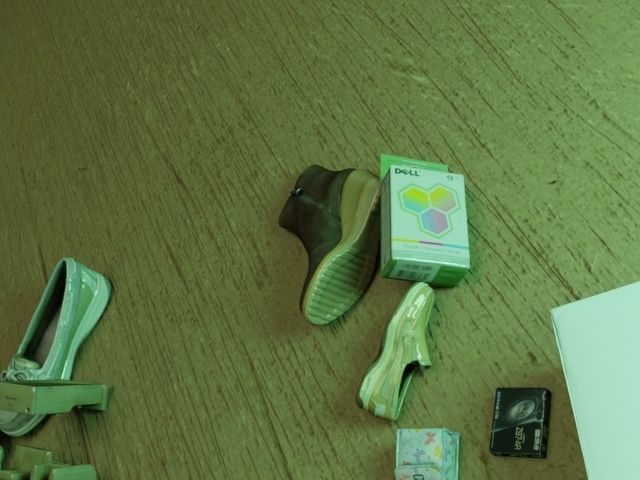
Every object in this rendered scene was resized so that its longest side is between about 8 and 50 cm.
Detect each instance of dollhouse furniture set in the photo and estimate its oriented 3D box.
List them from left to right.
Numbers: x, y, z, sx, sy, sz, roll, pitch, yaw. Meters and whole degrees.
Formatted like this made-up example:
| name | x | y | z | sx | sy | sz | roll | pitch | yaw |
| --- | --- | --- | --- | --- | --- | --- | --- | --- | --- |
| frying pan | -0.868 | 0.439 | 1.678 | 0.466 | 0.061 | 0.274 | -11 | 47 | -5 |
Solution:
| name | x | y | z | sx | sy | sz | roll | pitch | yaw |
| --- | --- | --- | --- | --- | --- | --- | --- | --- | --- |
| dollhouse furniture set | -0.447 | 0.350 | 1.496 | 0.212 | 0.161 | 0.242 | 2 | 85 | 29 |

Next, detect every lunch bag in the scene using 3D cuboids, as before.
| name | x | y | z | sx | sy | sz | roll | pitch | yaw |
| --- | --- | --- | --- | --- | --- | --- | --- | --- | --- |
| lunch bag | 0.132 | 0.278 | 1.156 | 0.071 | 0.053 | 0.083 | -8 | 69 | 34 |

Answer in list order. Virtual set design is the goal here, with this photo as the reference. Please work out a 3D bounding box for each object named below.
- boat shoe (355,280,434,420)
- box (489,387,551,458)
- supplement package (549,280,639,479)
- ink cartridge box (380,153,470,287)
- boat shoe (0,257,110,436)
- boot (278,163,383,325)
| name | x | y | z | sx | sy | sz | roll | pitch | yaw |
| --- | --- | --- | --- | --- | --- | --- | --- | --- | --- |
| boat shoe | 0.119 | 0.150 | 1.242 | 0.072 | 0.068 | 0.190 | 22 | 88 | 30 |
| box | 0.243 | 0.221 | 1.130 | 0.067 | 0.018 | 0.083 | -5 | 61 | 35 |
| supplement package | 0.382 | 0.180 | 0.967 | 0.204 | 0.145 | 0.261 | -22 | 53 | 25 |
| ink cartridge box | 0.143 | -0.044 | 1.297 | 0.109 | 0.062 | 0.209 | 8 | 59 | -10 |
| boat shoe | -0.488 | 0.186 | 1.630 | 0.118 | 0.103 | 0.320 | 19 | 76 | 42 |
| boot | 0.000 | 0.000 | 1.419 | 0.207 | 0.090 | 0.248 | 16 | 75 | 54 |
